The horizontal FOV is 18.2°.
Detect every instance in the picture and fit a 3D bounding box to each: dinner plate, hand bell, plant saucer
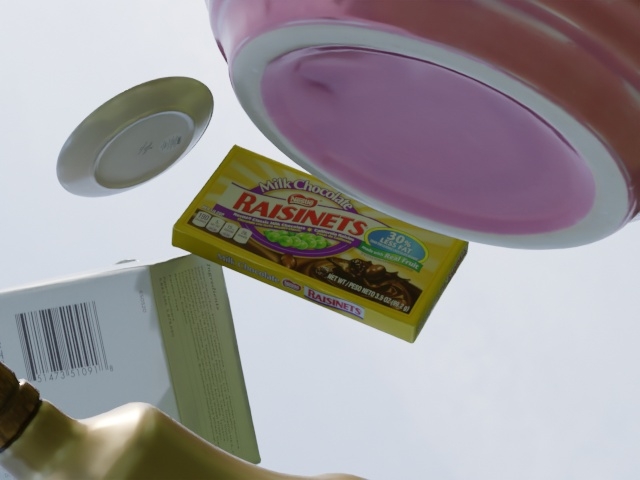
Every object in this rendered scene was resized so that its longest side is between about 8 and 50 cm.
[{"bbox_3d":[-0.144,-0.077,1.588,0.141,0.141,0.017,-3,-129,-49],"label":"dinner plate"},{"bbox_3d":[-0.107,0.051,0.626,0.242,0.126,0.126,42,-141,-15],"label":"hand bell"},{"bbox_3d":[0.076,-0.089,1.184,0.332,0.332,0.084,34,-113,-28],"label":"plant saucer"}]

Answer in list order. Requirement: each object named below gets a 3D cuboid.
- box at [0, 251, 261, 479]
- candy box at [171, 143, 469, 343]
[{"bbox_3d":[-0.163,0.111,1.564,0.119,0.181,0.181,-16,-85,-64],"label":"box"},{"bbox_3d":[0.000,0.000,1.528,0.206,0.027,0.105,22,-132,15],"label":"candy box"}]
